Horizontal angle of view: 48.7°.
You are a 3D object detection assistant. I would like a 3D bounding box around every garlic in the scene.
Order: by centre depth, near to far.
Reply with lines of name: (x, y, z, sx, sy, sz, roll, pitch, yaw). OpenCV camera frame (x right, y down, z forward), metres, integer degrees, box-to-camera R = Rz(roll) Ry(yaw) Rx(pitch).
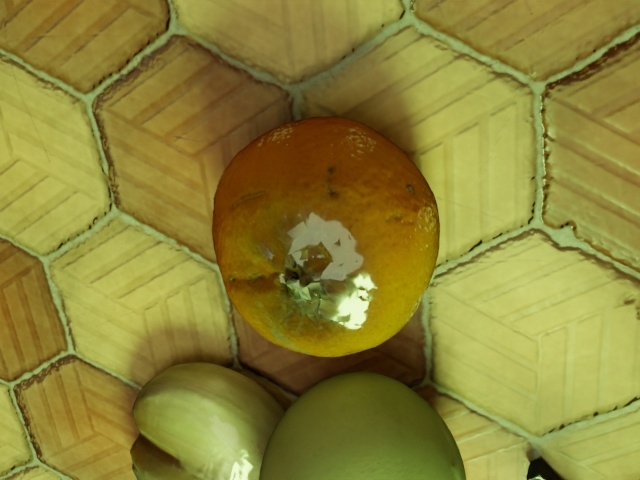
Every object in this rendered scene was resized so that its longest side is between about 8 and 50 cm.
garlic: (-0.129, 0.254, 0.845, 0.227, 0.110, 0.218, 6, 112, 14)

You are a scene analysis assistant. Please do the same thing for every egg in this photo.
egg: (0.042, 0.268, 0.736, 0.218, 0.219, 0.270, 1, 117, 16)

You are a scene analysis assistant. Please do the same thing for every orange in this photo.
orange: (0.000, 0.000, 0.651, 0.223, 0.170, 0.224, 5, 115, 12)

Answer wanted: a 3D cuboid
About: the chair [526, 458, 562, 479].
chair: (0.391, 0.406, 0.676, 0.416, 0.241, 0.203, 44, 125, -6)
